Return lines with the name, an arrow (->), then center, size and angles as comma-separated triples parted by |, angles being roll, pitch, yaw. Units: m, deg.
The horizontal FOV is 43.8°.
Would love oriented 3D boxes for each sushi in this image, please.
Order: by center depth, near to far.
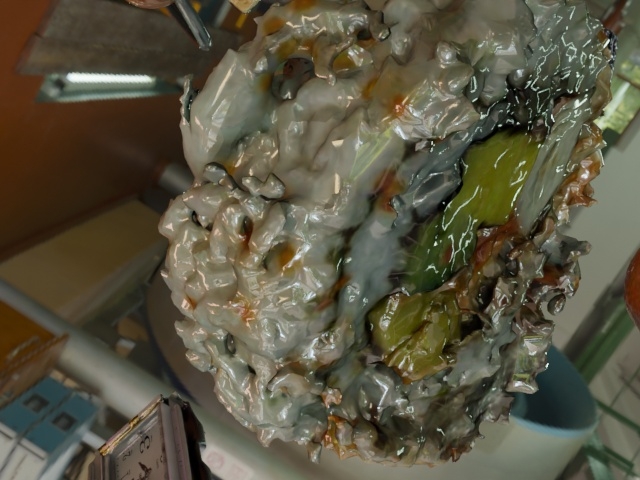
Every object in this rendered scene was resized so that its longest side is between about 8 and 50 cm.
sushi -> 0.076, -0.019, 0.593 | 0.417, 0.175, 0.418 | -27, 133, -33

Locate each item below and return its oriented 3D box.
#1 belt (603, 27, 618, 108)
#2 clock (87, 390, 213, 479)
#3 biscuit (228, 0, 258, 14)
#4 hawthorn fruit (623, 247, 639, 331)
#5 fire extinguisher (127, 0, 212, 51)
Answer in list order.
belt -> 0.224, -0.223, 1.030 | 0.324, 0.260, 0.122 | 21, -74, 58
clock -> -0.259, 0.367, 1.200 | 0.186, 0.083, 0.253 | -42, -150, 8
biscuit -> -0.081, -0.446, 1.261 | 0.188, 0.052, 0.056 | -48, -177, 32
hawthorn fruit -> 0.663, 0.049, 1.228 | 0.369, 0.284, 0.285 | -48, -179, 17
fire extinguisher -> -0.229, -0.381, 1.068 | 0.113, 0.200, 0.376 | -51, -136, 12
